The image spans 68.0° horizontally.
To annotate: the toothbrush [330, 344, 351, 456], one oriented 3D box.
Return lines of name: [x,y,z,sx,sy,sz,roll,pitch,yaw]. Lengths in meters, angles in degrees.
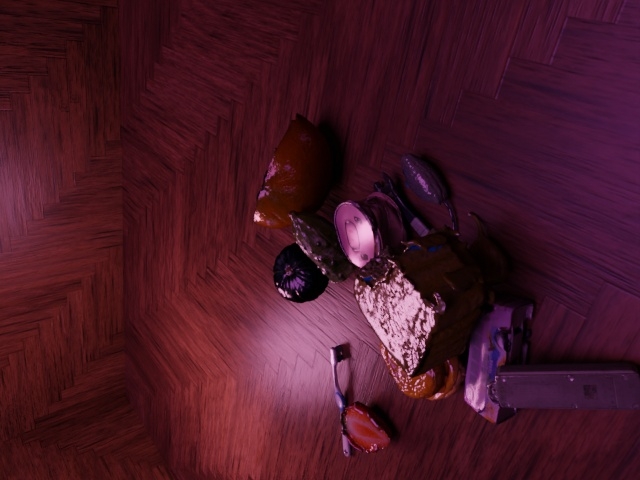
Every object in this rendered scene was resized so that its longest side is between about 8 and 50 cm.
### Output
toothbrush: [0.063,0.520,1.518,0.040,0.040,0.386,5,104,49]

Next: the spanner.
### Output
spanner: [0.229,-0.048,1.149,0.316,0.024,0.087,53,154,28]

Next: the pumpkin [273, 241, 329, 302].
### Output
pumpkin: [-0.059,0.096,1.458,0.194,0.150,0.194,12,110,36]

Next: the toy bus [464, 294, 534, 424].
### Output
toy bus: [0.383,0.251,1.029,0.112,0.090,0.274,22,116,53]

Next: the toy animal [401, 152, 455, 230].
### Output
toy animal: [0.265,-0.094,1.101,0.253,0.070,0.079,61,174,1]

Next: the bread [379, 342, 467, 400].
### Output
bread: [0.244,0.282,1.172,0.236,0.120,0.198,59,147,25]

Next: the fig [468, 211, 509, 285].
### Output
fig: [0.335,0.021,1.016,0.093,0.093,0.166,-36,76,48]

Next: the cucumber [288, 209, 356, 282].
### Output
cucumber: [-0.002,0.000,1.292,0.244,0.134,0.134,45,149,-26]

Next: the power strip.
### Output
power strip: [0.461,0.276,0.898,0.272,0.052,0.078,-9,96,27]

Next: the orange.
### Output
orange: [-0.092,-0.173,1.346,0.310,0.274,0.274,-32,74,22]

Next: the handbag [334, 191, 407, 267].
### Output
handbag: [0.126,-0.020,1.208,0.179,0.116,0.205,22,128,52]

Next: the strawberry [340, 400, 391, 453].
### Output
strawberry: [0.141,0.548,1.405,0.187,0.082,0.147,8,111,42]

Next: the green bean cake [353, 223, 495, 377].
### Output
green bean cake: [0.213,0.092,0.998,0.285,0.202,0.310,58,157,32]
